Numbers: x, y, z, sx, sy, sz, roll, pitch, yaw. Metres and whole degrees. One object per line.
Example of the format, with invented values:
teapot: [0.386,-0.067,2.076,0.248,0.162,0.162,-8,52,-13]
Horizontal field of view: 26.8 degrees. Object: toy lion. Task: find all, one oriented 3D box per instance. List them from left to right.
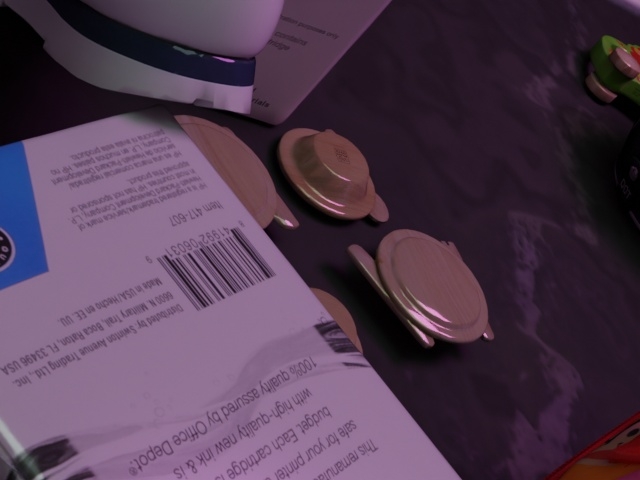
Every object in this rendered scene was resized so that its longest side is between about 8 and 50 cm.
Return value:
toy lion: [0.228,-0.110,0.938,0.100,0.034,0.096,33,29,-17]

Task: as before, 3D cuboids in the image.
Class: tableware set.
tableware set: [0.000,0.000,0.595,0.168,0.020,0.141,-10,60,-49]

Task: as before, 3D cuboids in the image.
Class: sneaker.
sneaker: [-0.087,-0.130,0.517,0.090,0.095,0.235,-1,27,-44]

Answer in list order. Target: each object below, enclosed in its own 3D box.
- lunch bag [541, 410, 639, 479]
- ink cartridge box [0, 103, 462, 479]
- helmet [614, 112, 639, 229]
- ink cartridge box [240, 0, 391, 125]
lunch bag: [0.206,0.123,0.489,0.293,0.120,0.258,-26,87,-28]
ink cartridge box: [-0.053,0.070,0.409,0.203,0.086,0.148,52,34,10]
helmet: [0.281,-0.056,0.816,0.169,0.161,0.169,27,38,-24]
ink cartridge box: [-0.006,-0.197,0.597,0.100,0.237,0.172,14,45,-37]
